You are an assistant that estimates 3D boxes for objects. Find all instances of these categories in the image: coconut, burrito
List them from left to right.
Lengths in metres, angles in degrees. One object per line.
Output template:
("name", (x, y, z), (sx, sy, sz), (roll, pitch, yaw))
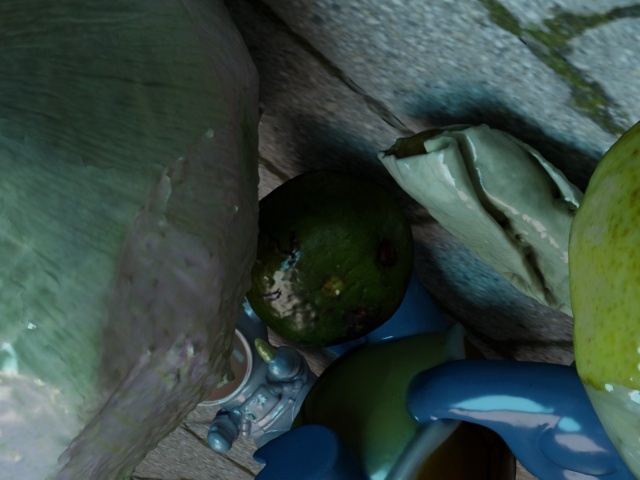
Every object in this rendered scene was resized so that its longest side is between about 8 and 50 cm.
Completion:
("coconut", (-0.221, -0.035, 1.074), (0.405, 0.404, 0.404), (22, 159, 9))
("burrito", (0.208, 0.043, 1.161), (0.392, 0.076, 0.117), (34, 170, -14))

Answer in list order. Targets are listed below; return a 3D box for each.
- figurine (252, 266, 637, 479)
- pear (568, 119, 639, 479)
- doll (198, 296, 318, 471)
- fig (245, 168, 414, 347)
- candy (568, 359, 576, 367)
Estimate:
("figurine", (0.055, 0.153, 1.377), (0.243, 0.298, 0.416), (26, 145, -16))
("pear", (0.255, 0.029, 0.897), (0.271, 0.271, 0.271), (22, 159, 9))
("doll", (-0.031, 0.139, 1.609), (0.287, 0.151, 0.151), (40, 156, -17))
("fig", (0.000, 0.000, 1.287), (0.123, 0.123, 0.156), (35, -165, -23))
("candy", (0.261, 0.106, 1.316), (0.202, 0.061, 0.061), (-2, 147, 36))
